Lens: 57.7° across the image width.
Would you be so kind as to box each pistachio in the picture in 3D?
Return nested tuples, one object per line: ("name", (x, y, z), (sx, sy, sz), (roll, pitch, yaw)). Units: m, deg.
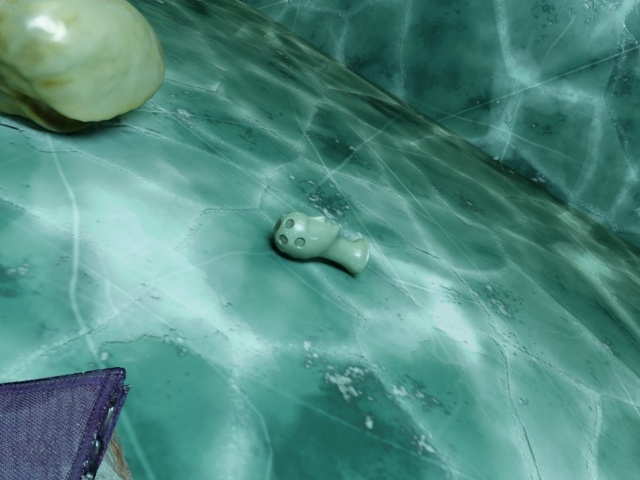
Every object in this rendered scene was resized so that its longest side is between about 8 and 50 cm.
("pistachio", (-0.382, -0.282, 0.859), (0.229, 0.238, 0.321), (-1, 4, 31))

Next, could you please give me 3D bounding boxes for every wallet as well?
("wallet", (-0.230, 0.142, 0.414), (0.166, 0.030, 0.111), (-8, 29, 4))

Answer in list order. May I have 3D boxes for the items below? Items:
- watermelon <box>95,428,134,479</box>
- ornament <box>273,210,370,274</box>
("watermelon", (-0.191, 0.179, 0.462), (0.094, 0.081, 0.180), (41, 20, -43))
("ornament", (0.000, 0.000, 0.921), (0.156, 0.081, 0.075), (21, 24, -27))
